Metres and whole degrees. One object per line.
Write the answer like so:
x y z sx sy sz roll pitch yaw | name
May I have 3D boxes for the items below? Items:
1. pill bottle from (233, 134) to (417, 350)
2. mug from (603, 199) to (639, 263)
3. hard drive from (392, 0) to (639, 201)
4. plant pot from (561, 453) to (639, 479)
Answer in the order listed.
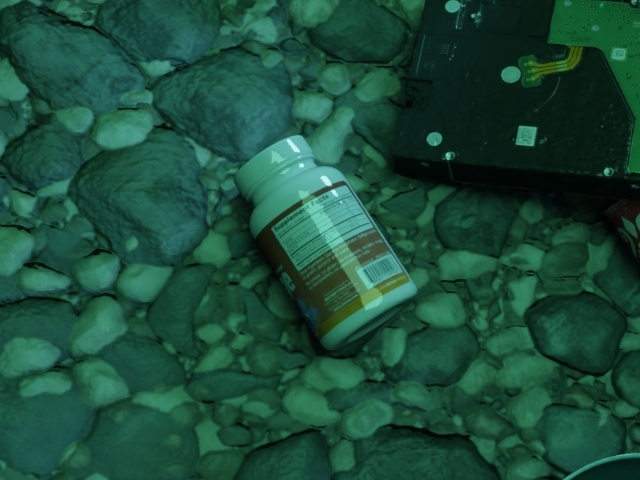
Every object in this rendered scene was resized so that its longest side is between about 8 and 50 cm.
0.000 0.000 1.570 0.121 0.121 0.216 -29 79 -20 | pill bottle
0.431 0.002 1.666 0.150 0.113 0.169 -28 82 -9 | mug
0.269 -0.169 1.651 0.339 0.064 0.237 6 68 16 | hard drive
0.298 0.375 1.463 0.290 0.195 0.290 4 71 -10 | plant pot
